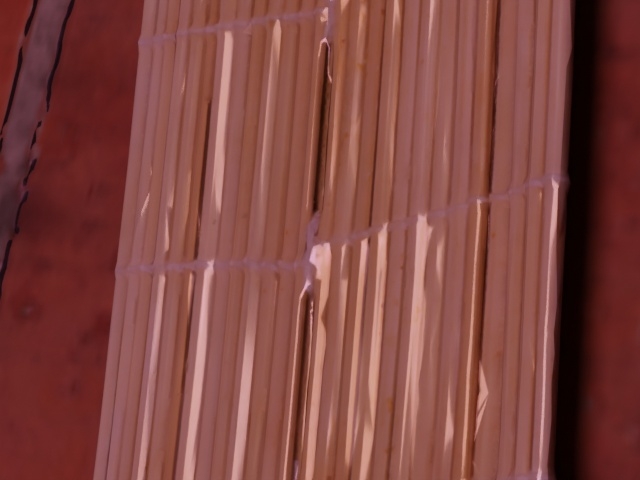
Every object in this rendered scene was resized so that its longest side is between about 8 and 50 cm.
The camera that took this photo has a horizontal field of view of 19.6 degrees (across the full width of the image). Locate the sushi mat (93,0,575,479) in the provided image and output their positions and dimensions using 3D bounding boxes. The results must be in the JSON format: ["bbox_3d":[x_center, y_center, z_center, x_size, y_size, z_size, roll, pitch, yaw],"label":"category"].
[{"bbox_3d":[0.000,0.000,0.453,0.151,0.019,0.317,-8,71,41],"label":"sushi mat"}]
